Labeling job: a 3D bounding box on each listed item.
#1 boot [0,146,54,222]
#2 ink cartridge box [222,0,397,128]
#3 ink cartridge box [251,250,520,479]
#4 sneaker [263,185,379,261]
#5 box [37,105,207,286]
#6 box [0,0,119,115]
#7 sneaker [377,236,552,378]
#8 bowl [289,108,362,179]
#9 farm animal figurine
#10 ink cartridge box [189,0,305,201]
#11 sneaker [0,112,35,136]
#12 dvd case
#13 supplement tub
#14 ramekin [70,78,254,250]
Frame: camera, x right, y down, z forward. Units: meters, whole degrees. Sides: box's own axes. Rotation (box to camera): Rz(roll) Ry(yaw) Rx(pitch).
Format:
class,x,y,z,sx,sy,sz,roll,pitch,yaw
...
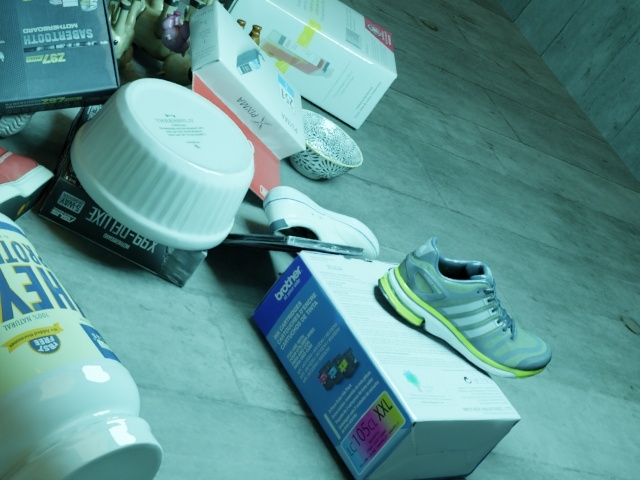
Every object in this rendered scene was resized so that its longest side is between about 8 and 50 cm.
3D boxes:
class,x,y,z,sx,sy,sz,roll,pitch,yaw
boot,-0.480,-0.087,1.583,0.176,0.088,0.244,35,18,-4
ink cartridge box,-0.034,-0.453,2.632,0.384,0.160,0.279,30,27,-15
ink cartridge box,0.082,0.166,1.783,0.270,0.151,0.395,9,39,-47
sneaker,0.000,0.000,2.031,0.258,0.094,0.091,26,50,-36
box,-0.285,-0.089,1.829,0.242,0.076,0.307,28,28,-18
box,-0.426,-0.284,1.761,0.232,0.059,0.183,-8,73,-12
sneaker,0.238,0.105,1.779,0.300,0.121,0.111,30,26,-18
bowl,-0.009,-0.172,2.300,0.170,0.080,0.170,28,28,-17
farm animal figurine,-0.294,-0.371,2.197,0.330,0.172,0.327,9,25,-32
ink cartridge box,-0.123,-0.225,2.054,0.296,0.066,0.261,43,34,-49
sneaker,-0.465,-0.248,1.857,0.094,0.153,0.235,7,69,-6
dvd case,-0.066,0.006,1.854,0.164,0.018,0.221,9,-4,-44
supplement tub,-0.333,0.150,1.204,0.325,0.235,0.235,48,28,22
ramekin,-0.219,-0.122,1.732,0.272,0.127,0.273,29,29,-18
